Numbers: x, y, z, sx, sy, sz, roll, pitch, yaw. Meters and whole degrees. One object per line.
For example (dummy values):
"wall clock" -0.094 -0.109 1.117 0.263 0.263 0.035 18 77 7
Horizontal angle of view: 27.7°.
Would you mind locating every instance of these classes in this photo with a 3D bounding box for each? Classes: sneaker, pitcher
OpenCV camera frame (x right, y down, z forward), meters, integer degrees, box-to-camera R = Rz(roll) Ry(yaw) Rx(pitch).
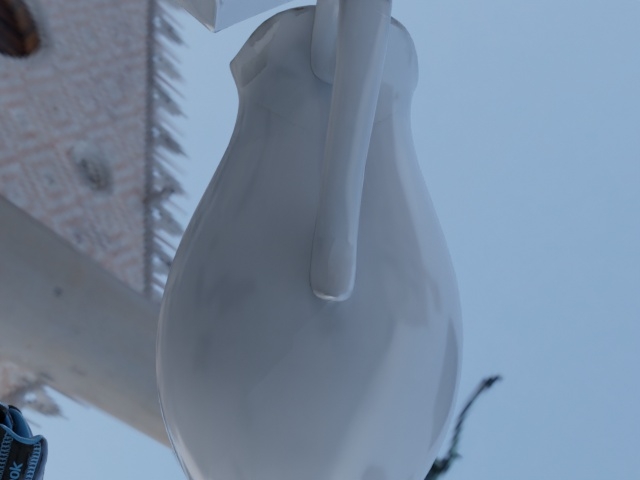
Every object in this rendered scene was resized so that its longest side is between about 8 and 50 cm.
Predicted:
"sneaker" -0.323 0.207 1.226 0.341 0.125 0.140 17 -91 61
"pitcher" 0.000 0.000 0.521 0.125 0.178 0.207 5 -108 -3

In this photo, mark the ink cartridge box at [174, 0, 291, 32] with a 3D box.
"ink cartridge box" -0.109 -0.314 0.888 0.121 0.211 0.289 -31 -120 -33
